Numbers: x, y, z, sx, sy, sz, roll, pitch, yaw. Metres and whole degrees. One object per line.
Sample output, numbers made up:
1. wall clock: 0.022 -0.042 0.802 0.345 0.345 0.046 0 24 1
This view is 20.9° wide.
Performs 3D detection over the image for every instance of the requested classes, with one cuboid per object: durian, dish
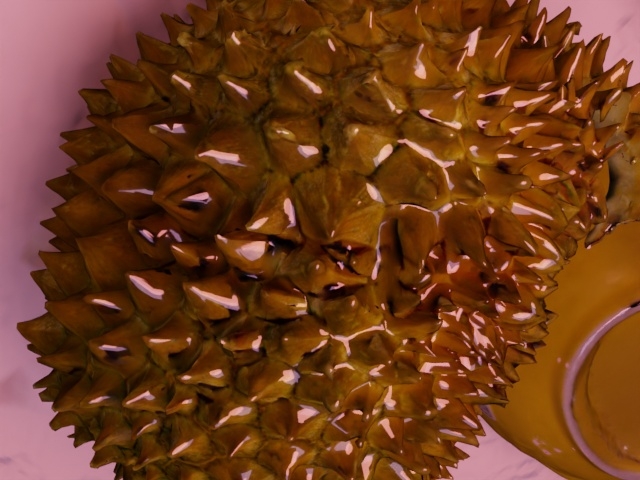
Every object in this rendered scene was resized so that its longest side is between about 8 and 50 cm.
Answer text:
1. durian: -0.003 0.002 0.604 0.176 0.200 0.237 15 125 -46
2. dish: 0.135 0.050 0.738 0.149 0.080 0.207 -29 120 3
